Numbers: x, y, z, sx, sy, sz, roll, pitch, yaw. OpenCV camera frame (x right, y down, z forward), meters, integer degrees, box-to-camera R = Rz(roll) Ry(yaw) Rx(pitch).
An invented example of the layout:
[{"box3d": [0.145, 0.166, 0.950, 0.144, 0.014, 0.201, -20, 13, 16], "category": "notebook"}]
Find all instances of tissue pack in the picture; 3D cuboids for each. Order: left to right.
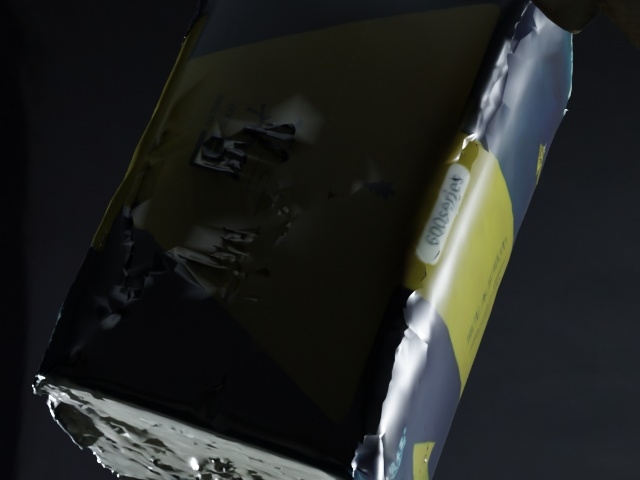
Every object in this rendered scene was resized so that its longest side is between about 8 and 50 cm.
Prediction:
[{"box3d": [0.000, 0.000, 1.293, 0.264, 0.416, 0.253, 16, 159, 15], "category": "tissue pack"}]

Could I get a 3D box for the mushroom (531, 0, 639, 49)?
[{"box3d": [0.222, -0.178, 1.042, 0.195, 0.189, 0.253, -40, 176, 28], "category": "mushroom"}]
